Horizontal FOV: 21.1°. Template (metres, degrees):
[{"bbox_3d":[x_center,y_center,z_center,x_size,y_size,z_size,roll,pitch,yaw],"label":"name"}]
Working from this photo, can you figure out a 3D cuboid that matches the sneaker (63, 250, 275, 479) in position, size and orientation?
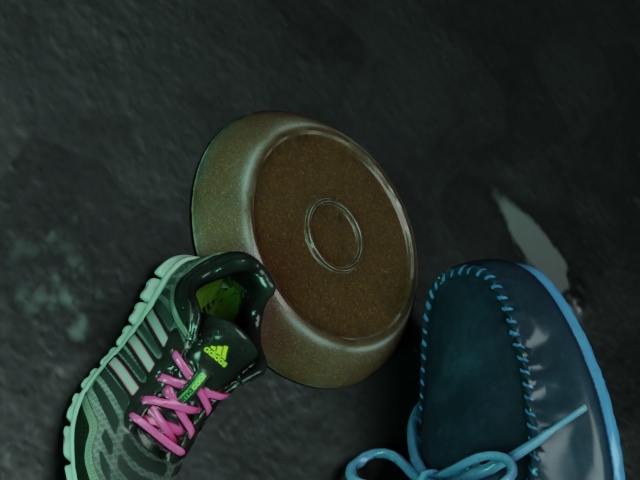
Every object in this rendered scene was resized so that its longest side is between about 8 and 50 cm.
[{"bbox_3d":[-0.069,0.067,0.848,0.063,0.075,0.170,43,48,-23],"label":"sneaker"}]

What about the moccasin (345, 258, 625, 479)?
[{"bbox_3d":[0.094,0.171,0.921,0.117,0.138,0.342,5,68,-32],"label":"moccasin"}]

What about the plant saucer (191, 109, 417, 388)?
[{"bbox_3d":[0.000,0.000,0.982,0.168,0.029,0.168,20,59,-37],"label":"plant saucer"}]
